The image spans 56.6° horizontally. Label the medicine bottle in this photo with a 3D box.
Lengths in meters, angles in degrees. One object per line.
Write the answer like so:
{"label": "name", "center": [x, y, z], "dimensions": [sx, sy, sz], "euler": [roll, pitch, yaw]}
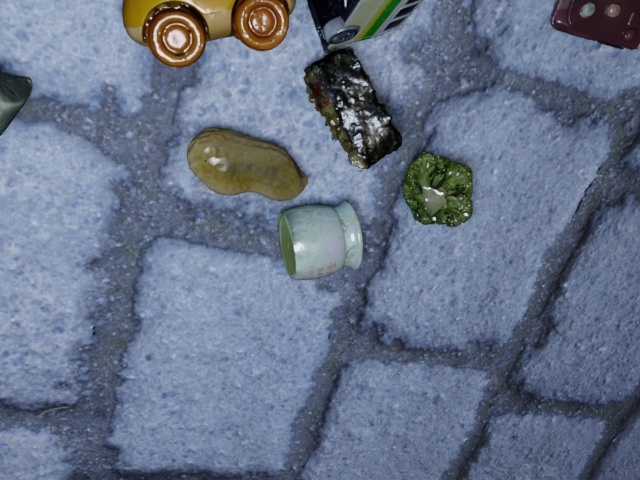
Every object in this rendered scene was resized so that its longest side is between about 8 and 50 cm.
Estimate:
{"label": "medicine bottle", "center": [0.000, 0.000, 1.171], "dimensions": [0.143, 0.147, 0.147], "euler": [-8, 117, -15]}

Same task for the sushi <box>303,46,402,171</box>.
{"label": "sushi", "center": [0.055, -0.238, 1.086], "dimensions": [0.115, 0.147, 0.212], "euler": [-30, 103, 6]}

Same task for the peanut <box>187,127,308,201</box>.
{"label": "peanut", "center": [-0.132, -0.131, 1.094], "dimensions": [0.237, 0.110, 0.120], "euler": [17, 88, -30]}

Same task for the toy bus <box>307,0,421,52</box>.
{"label": "toy bus", "center": [0.096, -0.422, 0.899], "dimensions": [0.179, 0.305, 0.143], "euler": [-16, 87, -18]}

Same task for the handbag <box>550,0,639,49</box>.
{"label": "handbag", "center": [0.571, -0.486, 1.145], "dimensions": [0.216, 0.074, 0.203], "euler": [8, 113, -20]}

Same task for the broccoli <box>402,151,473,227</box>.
{"label": "broccoli", "center": [0.235, -0.103, 1.201], "dimensions": [0.146, 0.138, 0.162], "euler": [-2, 107, 18]}

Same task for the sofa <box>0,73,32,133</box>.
{"label": "sofa", "center": [-0.585, -0.211, 0.878], "dimensions": [0.225, 0.176, 0.210], "euler": [34, 103, -27]}

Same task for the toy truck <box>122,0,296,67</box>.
{"label": "toy truck", "center": [-0.162, -0.389, 0.900], "dimensions": [0.288, 0.204, 0.211], "euler": [-13, 115, -10]}
